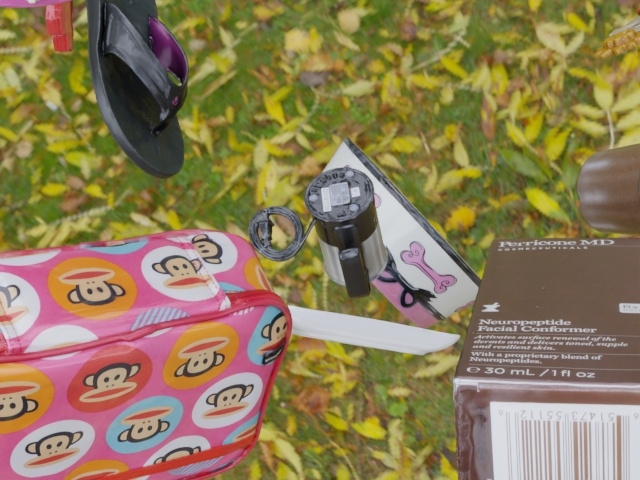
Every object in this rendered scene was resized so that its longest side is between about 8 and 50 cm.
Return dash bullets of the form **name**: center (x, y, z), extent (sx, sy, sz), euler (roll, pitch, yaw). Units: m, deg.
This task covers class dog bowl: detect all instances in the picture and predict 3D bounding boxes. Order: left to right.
- **dog bowl**: center (0.135, -0.001, 1.973), extent (0.150, 0.408, 0.408), euler (-42, 59, 4)

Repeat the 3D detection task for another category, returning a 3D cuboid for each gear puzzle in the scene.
- **gear puzzle**: center (0.545, -0.374, 1.658), extent (0.339, 0.044, 0.175), euler (-36, 17, -26)

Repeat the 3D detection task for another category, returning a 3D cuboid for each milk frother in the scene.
- **milk frother**: center (0.000, 0.000, 1.261), extent (0.143, 0.134, 0.129), euler (4, 53, 16)

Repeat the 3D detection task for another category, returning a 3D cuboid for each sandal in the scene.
- **sandal**: center (-0.295, -0.321, 1.698), extent (0.107, 0.168, 0.445), euler (-21, 76, 33)

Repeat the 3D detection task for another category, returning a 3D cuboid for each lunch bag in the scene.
- **lunch bag**: center (-0.183, 0.124, 0.825), extent (0.293, 0.258, 0.120), euler (-9, 46, -30)

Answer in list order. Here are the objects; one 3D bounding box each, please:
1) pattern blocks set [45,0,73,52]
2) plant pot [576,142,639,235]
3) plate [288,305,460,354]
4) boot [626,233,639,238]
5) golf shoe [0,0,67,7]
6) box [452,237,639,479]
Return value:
- **pattern blocks set**: center (-0.295, -0.396, 1.150), extent (0.026, 0.325, 0.285), euler (1, 67, -2)
- **plant pot**: center (0.473, -0.072, 1.498), extent (0.165, 0.167, 0.167), euler (-2, 62, 54)
- **plate**: center (0.057, 0.149, 1.700), extent (0.277, 0.278, 0.045), euler (10, 84, -10)
- **boot**: center (0.470, -0.022, 1.351), extent (0.284, 0.109, 0.220), euler (5, 59, 27)
- **golf shoe**: center (-0.190, -0.318, 0.945), extent (0.306, 0.115, 0.140), euler (-33, 32, -2)
- **box**: center (0.251, 0.117, 1.039), extent (0.191, 0.381, 0.143), euler (-1, 107, 14)
